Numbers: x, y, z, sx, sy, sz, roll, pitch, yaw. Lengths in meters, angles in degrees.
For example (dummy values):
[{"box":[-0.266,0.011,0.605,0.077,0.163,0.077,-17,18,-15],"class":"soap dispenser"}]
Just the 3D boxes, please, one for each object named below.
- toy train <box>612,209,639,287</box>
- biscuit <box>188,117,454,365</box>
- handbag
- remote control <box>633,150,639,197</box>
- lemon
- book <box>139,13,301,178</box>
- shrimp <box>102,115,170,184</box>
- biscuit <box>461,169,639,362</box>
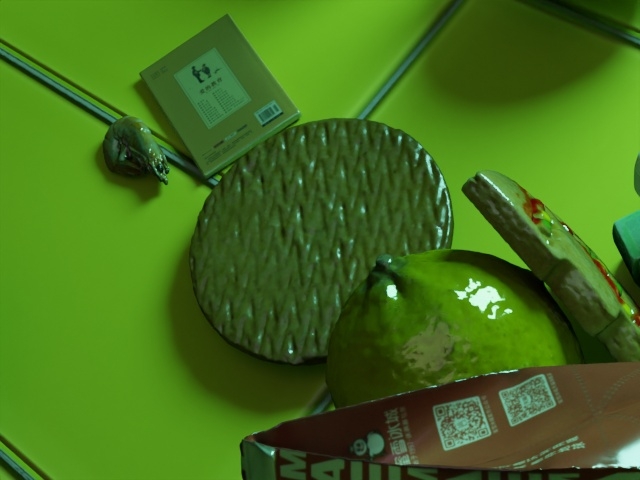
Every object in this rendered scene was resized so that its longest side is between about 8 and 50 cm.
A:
[{"box":[0.327,0.061,1.023,0.119,0.085,0.251,-26,53,11],"class":"toy train"},{"box":[0.000,0.001,1.203,0.262,0.037,0.262,-9,58,15],"class":"biscuit"},{"box":[0.099,0.180,0.853,0.298,0.171,0.151,-1,22,1],"class":"handbag"},{"box":[0.414,-0.092,1.036,0.344,0.050,0.145,-29,51,-20],"class":"remote control"},{"box":[0.106,0.105,0.997,0.192,0.231,0.192,-27,21,12],"class":"lemon"},{"box":[-0.107,-0.152,1.349,0.118,0.012,0.172,-33,55,-1],"class":"book"},{"box":[-0.192,-0.085,1.336,0.059,0.023,0.108,-39,55,7],"class":"shrimp"},{"box":[0.195,0.020,1.004,0.041,0.239,0.212,-40,29,14],"class":"biscuit"}]
